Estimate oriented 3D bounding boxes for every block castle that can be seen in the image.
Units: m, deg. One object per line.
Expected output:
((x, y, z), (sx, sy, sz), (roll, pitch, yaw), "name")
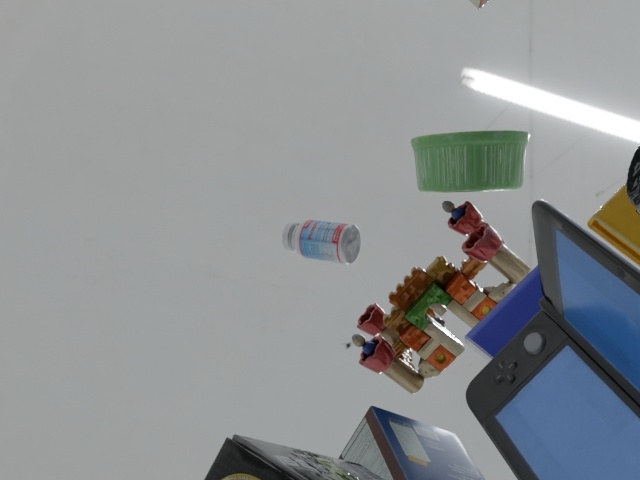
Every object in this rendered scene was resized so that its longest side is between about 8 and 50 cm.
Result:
((0.272, 0.128, 1.509), (0.213, 0.303, 0.453), (38, -75, -9), "block castle")

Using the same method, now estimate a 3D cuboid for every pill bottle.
((0.000, 0.000, 1.316), (0.160, 0.087, 0.087), (7, -121, 29), "pill bottle")

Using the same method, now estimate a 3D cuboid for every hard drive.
((0.466, 0.148, 1.164), (0.319, 0.040, 0.210), (-41, -126, -13), "hard drive")

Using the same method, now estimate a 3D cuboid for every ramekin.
((0.394, -0.203, 1.602), (0.304, 0.303, 0.148), (-4, -85, -18), "ramekin")

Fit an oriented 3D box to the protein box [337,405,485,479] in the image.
((0.165, 0.423, 1.044), (0.200, 0.201, 0.135), (24, -76, -20), "protein box")

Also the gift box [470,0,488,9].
((0.331, -0.685, 1.302), (0.255, 0.276, 0.258), (-43, -96, 0), "gift box")

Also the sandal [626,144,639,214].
((0.613, -0.090, 1.081), (0.107, 0.446, 0.167), (8, -77, 7), "sandal")

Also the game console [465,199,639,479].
((0.252, 0.148, 0.601), (0.173, 0.250, 0.293), (32, -164, -31), "game console")

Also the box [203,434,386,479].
((-0.033, 0.248, 0.388), (0.060, 0.270, 0.216), (23, -103, 27), "box")

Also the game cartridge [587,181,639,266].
((0.837, -0.041, 1.435), (0.324, 0.052, 0.285), (-35, -113, -28), "game cartridge")
